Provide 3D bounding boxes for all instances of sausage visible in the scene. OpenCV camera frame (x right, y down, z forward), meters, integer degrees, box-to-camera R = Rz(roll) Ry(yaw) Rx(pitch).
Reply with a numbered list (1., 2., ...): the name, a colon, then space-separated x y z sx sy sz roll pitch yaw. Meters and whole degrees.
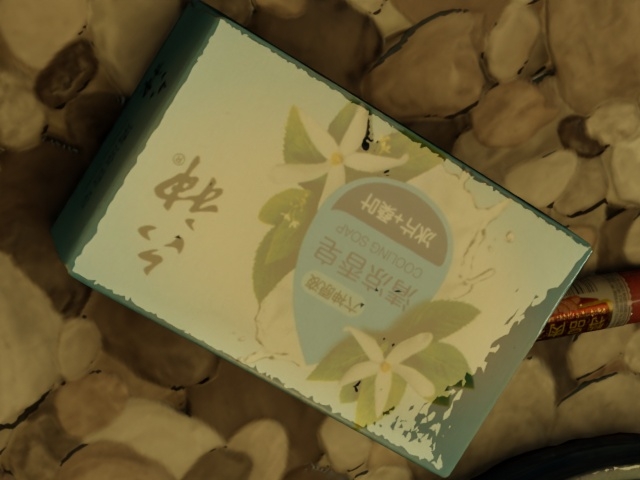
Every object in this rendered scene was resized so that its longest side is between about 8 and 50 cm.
1. sausage: 0.134 0.040 1.007 0.253 0.034 0.034 -9 111 -19

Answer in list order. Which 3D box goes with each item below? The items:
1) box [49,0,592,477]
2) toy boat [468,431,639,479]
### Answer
1. box: 0.000 0.000 0.890 0.232 0.083 0.142 30 95 -20
2. toy boat: 0.138 0.193 0.999 0.309 0.142 0.129 -20 114 -17
